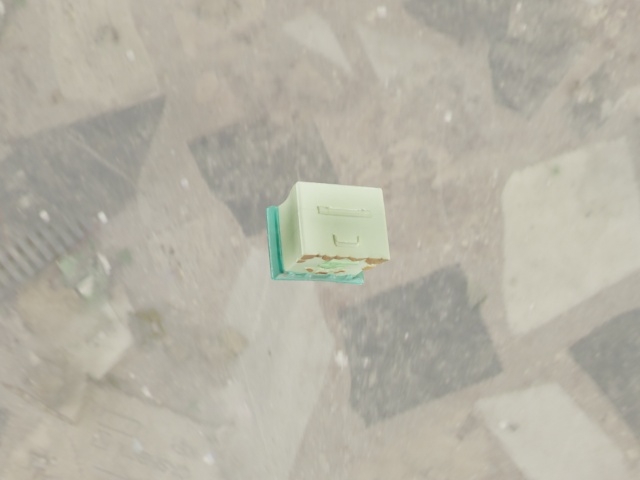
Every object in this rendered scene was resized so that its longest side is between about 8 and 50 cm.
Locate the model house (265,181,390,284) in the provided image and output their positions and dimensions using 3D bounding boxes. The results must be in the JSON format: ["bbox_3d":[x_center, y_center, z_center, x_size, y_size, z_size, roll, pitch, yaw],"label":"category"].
[{"bbox_3d":[0.000,0.000,1.851,0.127,0.149,0.101,4,70,-23],"label":"model house"}]
